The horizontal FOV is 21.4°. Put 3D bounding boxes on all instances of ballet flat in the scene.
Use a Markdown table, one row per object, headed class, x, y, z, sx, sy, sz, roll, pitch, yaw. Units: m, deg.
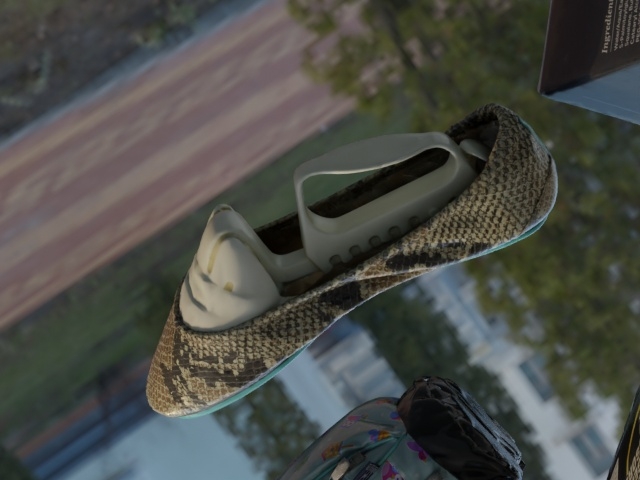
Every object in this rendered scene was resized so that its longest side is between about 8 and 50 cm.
| class | x | y | z | sx | sy | sz | roll | pitch | yaw |
| --- | --- | --- | --- | --- | --- | --- | --- | --- | --- |
| ballet flat | 0.000 | 0.000 | 1.692 | 0.482 | 0.182 | 0.164 | -28 | -138 | 8 |

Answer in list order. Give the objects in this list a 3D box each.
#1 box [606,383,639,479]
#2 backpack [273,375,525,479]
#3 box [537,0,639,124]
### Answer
| class | x | y | z | sx | sy | sz | roll | pitch | yaw |
| --- | --- | --- | --- | --- | --- | --- | --- | --- | --- |
| box | 0.277 | 0.047 | 0.571 | 0.097 | 0.318 | 0.395 | -80 | 180 | -54 |
| backpack | 0.031 | 0.167 | 1.034 | 0.182 | 0.115 | 0.152 | -43 | 170 | 6 |
| box | 0.440 | -0.230 | 1.585 | 0.293 | 0.212 | 0.395 | 14 | 167 | -23 |
